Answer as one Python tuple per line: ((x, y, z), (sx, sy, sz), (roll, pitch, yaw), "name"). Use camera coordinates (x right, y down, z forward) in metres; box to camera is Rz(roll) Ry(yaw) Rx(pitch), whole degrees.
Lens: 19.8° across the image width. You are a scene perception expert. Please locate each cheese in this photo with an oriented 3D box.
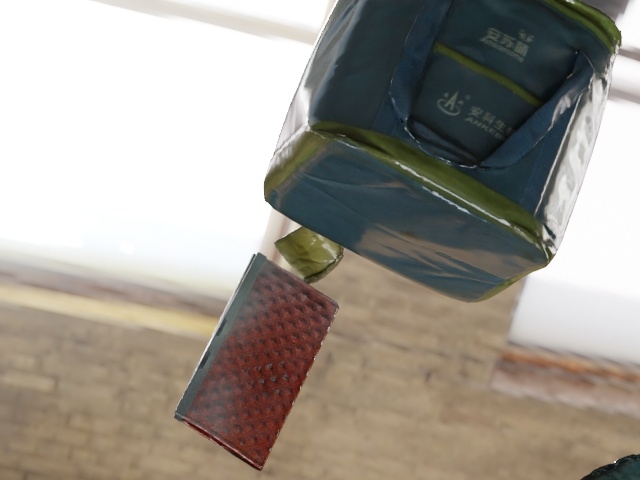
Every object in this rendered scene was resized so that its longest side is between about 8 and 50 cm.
((0.001, -0.001, 1.953), (0.060, 0.084, 0.041), (52, -162, 17), "cheese")

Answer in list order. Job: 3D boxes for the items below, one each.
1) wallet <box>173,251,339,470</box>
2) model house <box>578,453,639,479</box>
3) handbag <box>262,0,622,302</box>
((-0.059, 0.113, 1.748), (0.103, 0.020, 0.196), (32, -123, -11), "wallet")
((0.205, 0.227, 1.104), (0.119, 0.148, 0.148), (-21, -137, -23), "model house")
((0.109, -0.105, 1.585), (0.263, 0.222, 0.241), (24, -114, -8), "handbag")
